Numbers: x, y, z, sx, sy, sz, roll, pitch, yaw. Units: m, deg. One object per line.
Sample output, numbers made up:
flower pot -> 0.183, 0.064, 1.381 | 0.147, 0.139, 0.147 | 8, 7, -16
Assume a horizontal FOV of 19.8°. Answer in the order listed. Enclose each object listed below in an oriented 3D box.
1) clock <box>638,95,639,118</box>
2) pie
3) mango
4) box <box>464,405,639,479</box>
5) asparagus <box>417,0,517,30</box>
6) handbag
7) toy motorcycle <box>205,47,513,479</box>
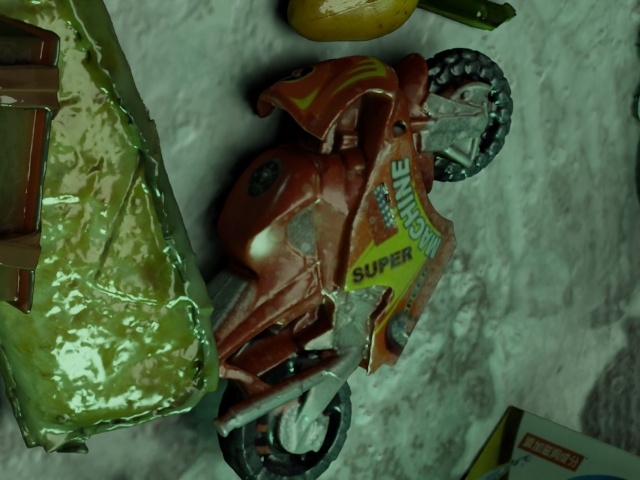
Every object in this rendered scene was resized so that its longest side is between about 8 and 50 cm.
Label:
clock -> 0.321, -0.074, 1.256 | 0.100, 0.195, 0.194 | -16, 113, -39
pie -> -0.137, -0.014, 0.953 | 0.129, 0.068, 0.282 | -16, 113, -1
mango -> 0.019, -0.143, 1.079 | 0.089, 0.046, 0.060 | -27, 121, -26
box -> 0.194, 0.232, 1.205 | 0.097, 0.265, 0.168 | 43, 77, -37
asparagus -> 0.087, -0.149, 1.148 | 0.108, 0.025, 0.021 | 13, 87, -42
handbag -> -0.189, -0.050, 0.842 | 0.063, 0.190, 0.127 | -1, 105, -38
toy motorcycle -> 0.002, 0.001, 1.085 | 0.171, 0.089, 0.298 | 33, 83, -40
